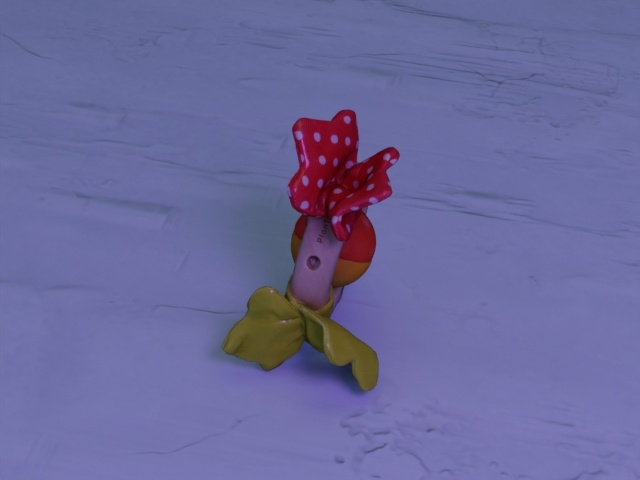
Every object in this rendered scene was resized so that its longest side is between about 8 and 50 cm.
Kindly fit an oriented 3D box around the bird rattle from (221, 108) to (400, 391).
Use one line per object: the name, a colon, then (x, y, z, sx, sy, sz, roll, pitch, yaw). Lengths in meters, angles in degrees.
bird rattle: (0.000, 0.000, 1.320, 0.143, 0.254, 0.207, 8, 13, 7)
